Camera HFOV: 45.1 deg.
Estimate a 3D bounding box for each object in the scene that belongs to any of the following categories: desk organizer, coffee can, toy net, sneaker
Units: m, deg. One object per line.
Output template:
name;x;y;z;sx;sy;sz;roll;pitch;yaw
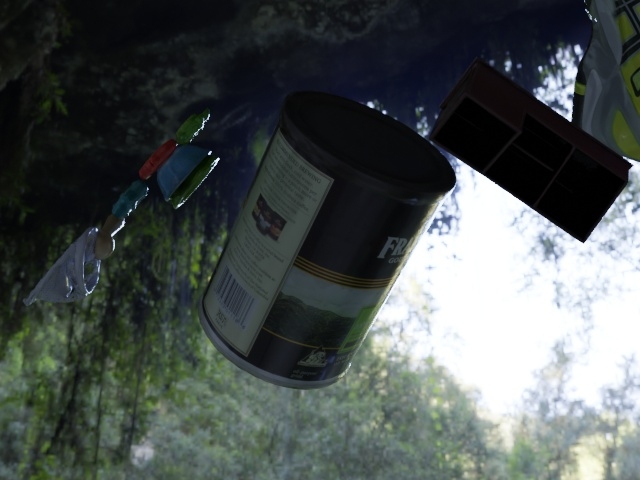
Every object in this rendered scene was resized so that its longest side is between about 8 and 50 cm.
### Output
desk organizer;0.140;-0.059;0.512;0.130;0.050;0.047;33;-49;-4
coffee can;0.000;0.000;0.872;0.201;0.201;0.275;14;-60;-22
toy net;-0.173;-0.020;0.707;0.045;0.232;0.122;42;-27;-8
sneaker;0.357;-0.248;0.782;0.147;0.145;0.385;22;-37;34
